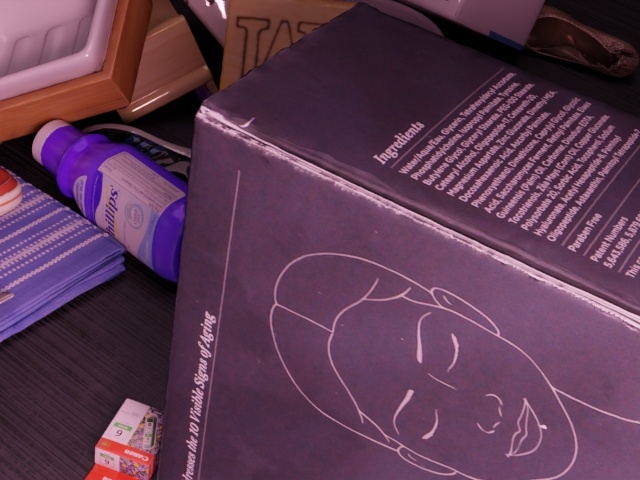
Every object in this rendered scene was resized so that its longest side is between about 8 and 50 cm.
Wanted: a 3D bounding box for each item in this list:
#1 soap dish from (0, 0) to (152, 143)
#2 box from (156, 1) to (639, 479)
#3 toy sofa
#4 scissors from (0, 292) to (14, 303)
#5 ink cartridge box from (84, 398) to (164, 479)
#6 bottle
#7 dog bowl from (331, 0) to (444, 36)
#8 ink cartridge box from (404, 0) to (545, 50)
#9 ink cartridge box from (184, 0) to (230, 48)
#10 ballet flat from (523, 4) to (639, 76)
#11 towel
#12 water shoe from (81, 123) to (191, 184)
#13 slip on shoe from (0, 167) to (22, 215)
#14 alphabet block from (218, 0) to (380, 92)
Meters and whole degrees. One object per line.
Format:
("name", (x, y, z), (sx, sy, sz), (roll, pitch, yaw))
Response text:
("soap dish", (-0.368, -0.255, 1.653), (0.291, 0.118, 0.229), (-12, 53, 24))
("box", (0.128, 0.111, 1.137), (0.472, 0.479, 0.297), (26, 39, 18))
("toy sofa", (-0.293, -0.325, 1.878), (0.150, 0.177, 0.362), (-27, 47, -5))
("scissors", (-0.473, 0.125, 1.333), (0.297, 0.021, 0.109), (-13, 39, -17))
("ink cartridge box", (-0.200, 0.222, 1.288), (0.063, 0.029, 0.115), (18, 39, 10))
("bottle", (-0.252, -0.061, 1.556), (0.283, 0.118, 0.092), (35, 45, 26))
("dog bowl", (0.056, -0.278, 1.902), (0.265, 0.104, 0.265), (6, 38, -5))
("ink cartridge box", (0.150, -0.476, 2.018), (0.395, 0.166, 0.285), (30, 13, 29))
("ink cartridge box", (-0.179, -0.427, 1.869), (0.273, 0.115, 0.198), (49, 8, -15))
("ballet flat", (0.418, -0.335, 2.073), (0.250, 0.084, 0.058), (22, 29, 6))
("towel", (-0.434, 0.000, 1.516), (0.336, 0.040, 0.243), (31, 45, 27))
("water shoe", (-0.243, -0.100, 1.643), (0.203, 0.073, 0.080), (13, 41, 4))
("slip on shoe", (-0.513, -0.115, 1.537), (0.331, 0.101, 0.123), (27, 42, 22))
("alphabet block", (-0.016, -0.226, 1.685), (0.197, 0.193, 0.192), (8, 2, 12))
